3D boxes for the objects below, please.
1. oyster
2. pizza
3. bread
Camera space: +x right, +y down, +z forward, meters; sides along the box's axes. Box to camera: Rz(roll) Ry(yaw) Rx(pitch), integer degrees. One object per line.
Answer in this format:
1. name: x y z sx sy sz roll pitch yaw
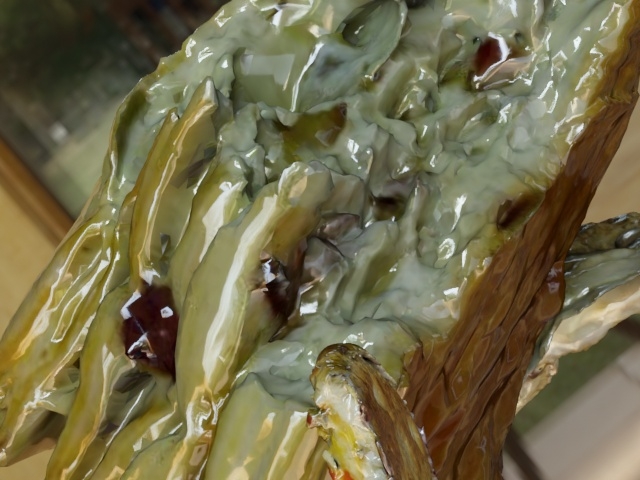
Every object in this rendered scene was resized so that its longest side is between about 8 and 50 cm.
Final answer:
1. oyster: 0.123 0.032 1.061 0.162 0.107 0.233 -16 -11 -22
2. pizza: 0.011 0.064 0.572 0.029 0.099 0.100 -20 46 8
3. bread: 0.000 0.000 0.851 0.314 0.192 0.370 -15 -54 -65
